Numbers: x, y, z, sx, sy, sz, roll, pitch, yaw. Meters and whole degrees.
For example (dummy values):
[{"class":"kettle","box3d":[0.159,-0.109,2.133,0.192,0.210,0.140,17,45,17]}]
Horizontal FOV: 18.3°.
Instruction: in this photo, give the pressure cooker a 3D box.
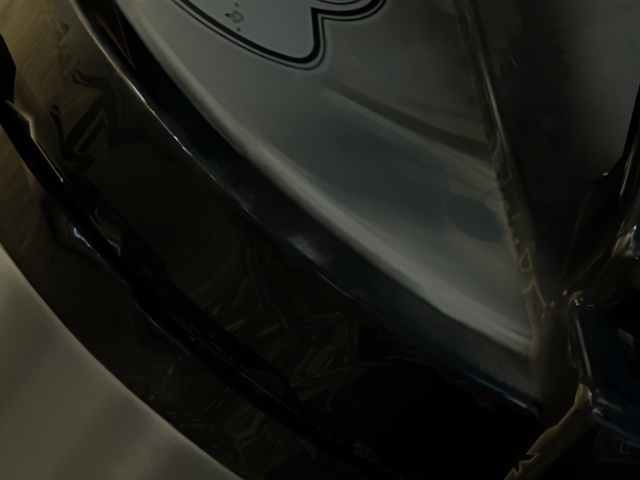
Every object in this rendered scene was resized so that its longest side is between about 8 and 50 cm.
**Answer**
[{"class":"pressure cooker","box3d":[0.005,0.000,0.660,0.370,0.420,0.375,47,39,11]}]
